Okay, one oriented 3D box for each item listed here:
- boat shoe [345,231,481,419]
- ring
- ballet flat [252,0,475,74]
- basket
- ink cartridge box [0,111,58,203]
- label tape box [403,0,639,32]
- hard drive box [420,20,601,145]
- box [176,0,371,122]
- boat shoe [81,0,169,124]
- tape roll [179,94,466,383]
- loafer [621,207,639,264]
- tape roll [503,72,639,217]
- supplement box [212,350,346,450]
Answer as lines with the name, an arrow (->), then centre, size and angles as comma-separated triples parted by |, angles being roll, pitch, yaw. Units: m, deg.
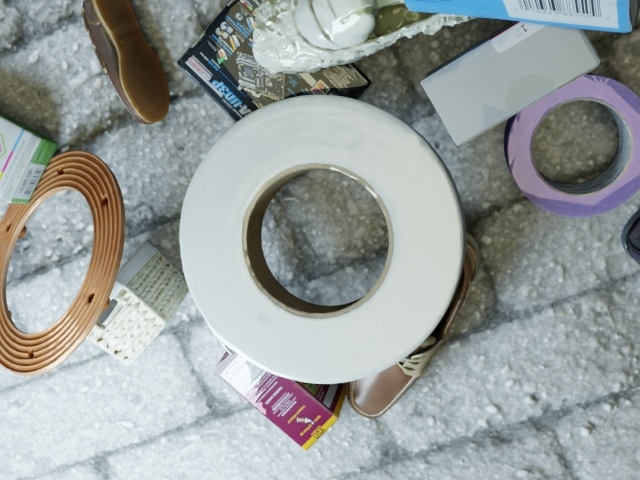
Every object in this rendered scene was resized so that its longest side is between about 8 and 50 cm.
boat shoe -> 0.123, 0.129, 1.137 | 0.123, 0.116, 0.324 | 25, 107, 2
ring -> -0.391, 0.031, 1.147 | 0.337, 0.032, 0.336 | -15, 65, 34
ballet flat -> 0.093, -0.319, 0.978 | 0.409, 0.147, 0.146 | -17, 101, 9
basket -> -0.274, 0.093, 1.173 | 0.103, 0.167, 0.113 | 40, 107, -9
ink cartridge box -> -0.518, -0.150, 1.182 | 0.209, 0.062, 0.109 | 28, 94, 6
label tape box -> 0.238, -0.408, 0.818 | 0.249, 0.115, 0.347 | 14, 84, 26
hard drive box -> 0.228, -0.212, 0.971 | 0.181, 0.232, 0.089 | -30, 98, 15
box -> -0.065, -0.238, 1.108 | 0.220, 0.051, 0.175 | 44, 107, -4
boat shoe -> -0.283, -0.265, 1.134 | 0.073, 0.073, 0.206 | -10, 102, 50
tape roll -> 0.000, 0.000, 1.060 | 0.392, 0.072, 0.391 | 1, 95, 14
loafer -> 0.528, -0.076, 1.028 | 0.109, 0.095, 0.302 | 38, 107, -2
tape roll -> 0.345, -0.130, 1.053 | 0.189, 0.080, 0.188 | 2, 106, 8
supplement box -> -0.059, 0.214, 1.197 | 0.188, 0.104, 0.081 | 41, 107, -2
